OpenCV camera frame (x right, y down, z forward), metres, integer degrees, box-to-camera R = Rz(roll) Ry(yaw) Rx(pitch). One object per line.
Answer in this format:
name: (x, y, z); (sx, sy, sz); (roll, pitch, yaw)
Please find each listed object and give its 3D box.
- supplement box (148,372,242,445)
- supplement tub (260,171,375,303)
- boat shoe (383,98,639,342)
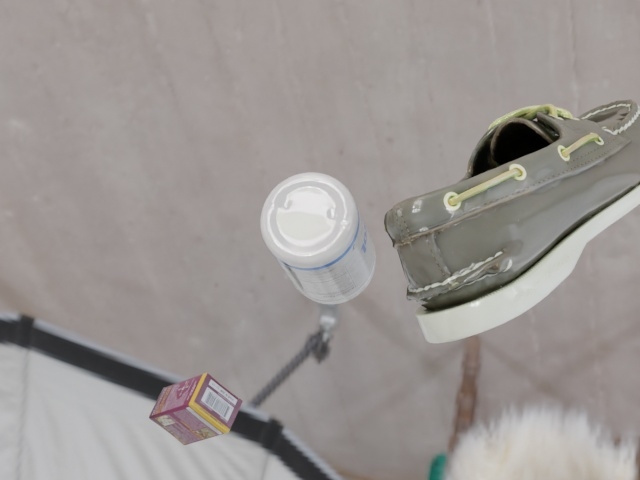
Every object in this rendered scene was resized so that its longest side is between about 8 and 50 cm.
supplement box: (-0.131, 0.178, 1.348); (0.055, 0.043, 0.083); (42, 140, -24)
supplement tub: (0.000, 0.000, 0.934); (0.071, 0.071, 0.107); (5, 163, 13)
boat shoe: (0.145, -0.040, 0.848); (0.109, 0.305, 0.091); (-20, 102, 42)
